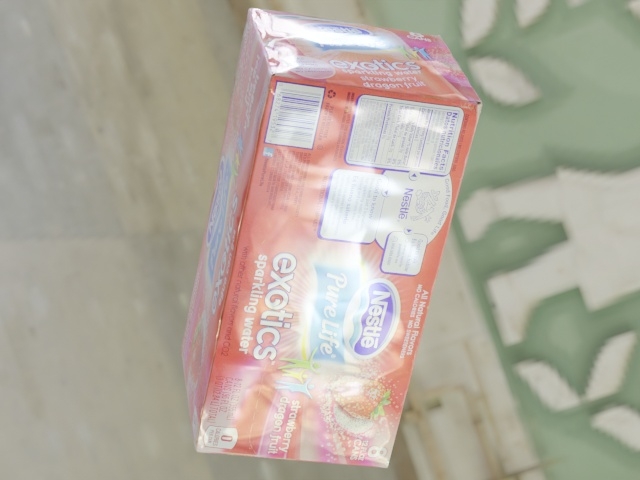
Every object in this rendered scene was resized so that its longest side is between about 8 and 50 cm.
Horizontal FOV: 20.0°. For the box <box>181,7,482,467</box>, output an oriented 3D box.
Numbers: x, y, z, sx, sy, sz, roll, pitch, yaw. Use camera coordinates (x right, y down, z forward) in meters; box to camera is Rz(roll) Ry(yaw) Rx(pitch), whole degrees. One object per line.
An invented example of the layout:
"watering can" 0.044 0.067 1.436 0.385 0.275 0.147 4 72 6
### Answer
"box" 0.000 0.000 1.320 0.142 0.154 0.300 -107 -154 -62
